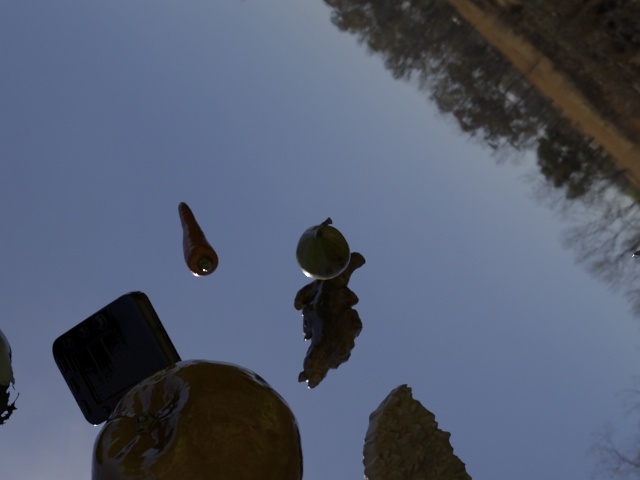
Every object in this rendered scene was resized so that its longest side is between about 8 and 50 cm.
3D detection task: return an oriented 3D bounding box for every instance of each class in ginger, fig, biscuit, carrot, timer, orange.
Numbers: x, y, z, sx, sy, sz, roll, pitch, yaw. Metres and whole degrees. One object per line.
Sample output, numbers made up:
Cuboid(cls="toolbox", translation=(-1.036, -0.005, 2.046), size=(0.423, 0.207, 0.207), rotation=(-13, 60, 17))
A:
Cuboid(cls="ginger", translation=(0.014, 0.162, 1.582), size=(0.080, 0.166, 0.333), rotation=(63, -158, -48))
Cuboid(cls="fig", translation=(0.007, -0.007, 1.185), size=(0.093, 0.166, 0.093), rotation=(2, -134, -3))
Cuboid(cls="biscuit", translation=(0.158, 0.404, 1.250), size=(0.179, 0.084, 0.281), rotation=(-28, -96, -31))
Cuboid(cls="carrot", translation=(-0.252, -0.005, 1.436), size=(0.061, 0.061, 0.257), rotation=(26, -164, -33))
Cuboid(cls="timer", translation=(-0.294, 0.170, 1.059), size=(0.144, 0.187, 0.055), rotation=(61, -156, 3))
Cuboid(cls="orange", translation=(-0.156, 0.278, 0.906), size=(0.235, 0.279, 0.279), rotation=(43, -165, -31))

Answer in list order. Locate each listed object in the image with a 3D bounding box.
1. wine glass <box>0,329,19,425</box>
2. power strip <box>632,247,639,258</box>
Cuboid(cls="wine glass", translation=(-0.530, 0.139, 1.052), size=(0.143, 0.143, 0.321), rotation=(18, -156, -47))
Cuboid(cls="power strip", translation=(0.540, -0.022, 0.942), size=(0.078, 0.272, 0.052), rotation=(3, -120, -51))
